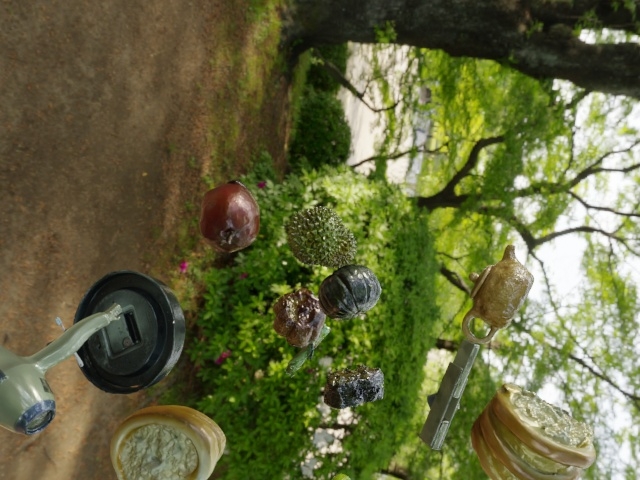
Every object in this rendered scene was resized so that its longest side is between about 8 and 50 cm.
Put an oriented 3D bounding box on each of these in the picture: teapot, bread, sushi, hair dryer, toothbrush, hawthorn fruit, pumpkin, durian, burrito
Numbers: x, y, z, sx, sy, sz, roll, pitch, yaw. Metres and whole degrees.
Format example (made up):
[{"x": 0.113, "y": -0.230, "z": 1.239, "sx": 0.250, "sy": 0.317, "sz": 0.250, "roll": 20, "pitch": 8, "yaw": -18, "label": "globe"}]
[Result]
[{"x": 0.510, "y": 0.155, "z": 1.505, "sx": 0.311, "sy": 0.167, "sz": 0.203, "roll": -60, "pitch": 163, "yaw": -1, "label": "teapot"}, {"x": 0.582, "y": 0.575, "z": 1.405, "sx": 0.270, "sy": 0.316, "sz": 0.211, "roll": -59, "pitch": -178, "yaw": 11, "label": "bread"}, {"x": 0.103, "y": 0.475, "z": 1.669, "sx": 0.213, "sy": 0.147, "sz": 0.114, "roll": -3, "pitch": 85, "yaw": -31, "label": "sushi"}, {"x": -0.607, "y": 0.210, "z": 1.029, "sx": 0.119, "sy": 0.296, "sz": 0.298, "roll": 99, "pitch": 12, "yaw": -49, "label": "hair dryer"}, {"x": -0.715, "y": 0.291, "z": 1.450, "sx": 0.017, "sy": 0.014, "sz": 0.162, "roll": -84, "pitch": 156, "yaw": -70, "label": "toothbrush"}, {"x": -0.283, "y": -0.060, "z": 1.607, "sx": 0.249, "sy": 0.215, "sz": 0.215, "roll": -113, "pitch": -164, "yaw": -53, "label": "hawthorn fruit"}, {"x": -0.580, "y": 0.803, "z": 1.946, "sx": 0.245, "sy": 0.424, "sz": 0.328, "roll": 49, "pitch": 39, "yaw": -68, "label": "bread"}, {"x": 0.098, "y": 0.180, "z": 1.722, "sx": 0.220, "sy": 0.221, "sz": 0.161, "roll": 64, "pitch": 1, "yaw": -63, "label": "pumpkin"}, {"x": -0.002, "y": 0.002, "z": 1.921, "sx": 0.224, "sy": 0.291, "sz": 0.291, "roll": -50, "pitch": 150, "yaw": -26, "label": "durian"}, {"x": -0.089, "y": 0.314, "z": 2.095, "sx": 0.246, "sy": 0.232, "sz": 0.135, "roll": -61, "pitch": 178, "yaw": -39, "label": "bread"}, {"x": -0.043, "y": 0.457, "z": 2.153, "sx": 0.288, "sy": 0.054, "sz": 0.104, "roll": -45, "pitch": -174, "yaw": -30, "label": "burrito"}]

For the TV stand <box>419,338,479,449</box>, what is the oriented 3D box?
[{"x": 0.282, "y": 0.335, "z": 1.110, "sx": 0.042, "sy": 0.036, "sz": 0.249, "roll": 21, "pitch": 92, "yaw": -37, "label": "TV stand"}]

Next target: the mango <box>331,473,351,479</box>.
[{"x": 0.044, "y": 0.690, "z": 1.388, "sx": 0.108, "sy": 0.056, "sz": 0.073, "roll": -21, "pitch": 118, "yaw": -43, "label": "mango"}]

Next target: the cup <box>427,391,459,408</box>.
[{"x": 0.399, "y": 0.521, "z": 1.627, "sx": 0.100, "sy": 0.077, "sz": 0.078, "roll": 34, "pitch": 31, "yaw": -49, "label": "cup"}]

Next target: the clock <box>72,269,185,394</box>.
[{"x": -0.602, "y": 0.285, "z": 1.596, "sx": 0.076, "sy": 0.386, "sz": 0.386, "roll": 24, "pitch": 75, "yaw": -69, "label": "clock"}]
